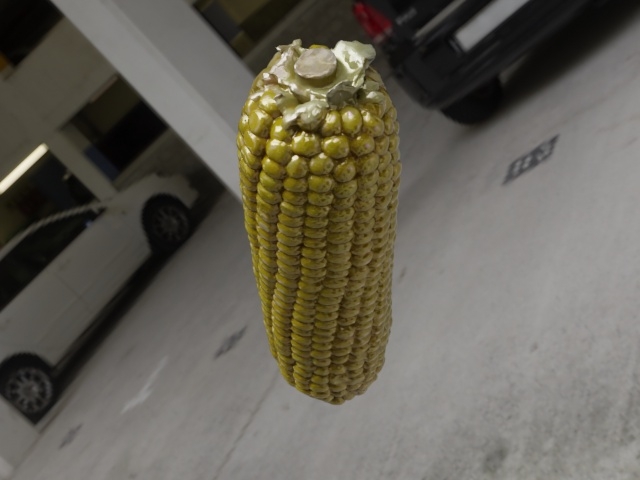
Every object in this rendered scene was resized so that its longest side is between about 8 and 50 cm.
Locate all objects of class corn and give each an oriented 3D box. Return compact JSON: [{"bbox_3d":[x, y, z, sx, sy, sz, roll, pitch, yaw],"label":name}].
[{"bbox_3d":[0.000,0.000,0.865,0.387,0.144,0.144,91,-157,-43],"label":"corn"}]
